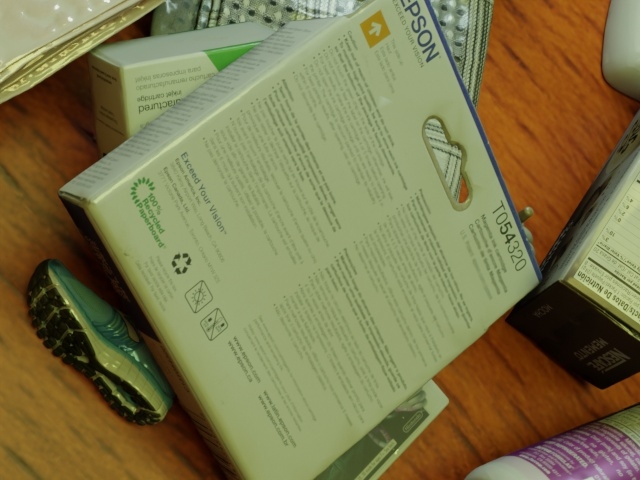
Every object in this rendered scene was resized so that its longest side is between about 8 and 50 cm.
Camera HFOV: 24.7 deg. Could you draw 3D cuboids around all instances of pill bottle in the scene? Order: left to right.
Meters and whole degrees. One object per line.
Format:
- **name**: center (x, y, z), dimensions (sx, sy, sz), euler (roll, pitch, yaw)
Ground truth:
- **pill bottle**: center (0.283, 0.235, 1.299), dimensions (0.301, 0.169, 0.169), euler (-16, 85, -25)

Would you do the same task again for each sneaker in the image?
- **sneaker**: center (-0.176, 0.076, 1.212), dimensions (0.162, 0.063, 0.073), euler (50, 49, -11)

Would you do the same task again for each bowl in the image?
- **bowl**: center (0.364, -0.207, 1.495), dimensions (0.142, 0.053, 0.142), euler (18, 71, -16)

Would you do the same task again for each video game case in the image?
- **video game case**: center (-0.002, 0.141, 1.281), dimensions (0.190, 0.022, 0.173), euler (-43, 96, -24)

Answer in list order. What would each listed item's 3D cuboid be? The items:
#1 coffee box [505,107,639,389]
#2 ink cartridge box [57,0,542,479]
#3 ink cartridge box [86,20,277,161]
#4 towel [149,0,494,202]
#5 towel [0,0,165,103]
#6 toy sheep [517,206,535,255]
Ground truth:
- **coffee box**: center (0.312, -0.025, 1.347), dimensions (0.119, 0.168, 0.297), euler (35, 73, 0)
- **ink cartridge box**: center (0.000, 0.000, 1.183), dimensions (0.330, 0.071, 0.324), euler (-38, 121, -22)
- **ink cartridge box**: center (-0.099, -0.062, 1.202), dimensions (0.153, 0.087, 0.208), euler (-14, 114, -24)
- **towel**: center (0.011, -0.210, 1.347), dimensions (0.324, 0.056, 0.312), euler (17, 72, -18)
- **towel**: center (-0.251, -0.294, 1.204), dimensions (0.317, 0.053, 0.332), euler (-34, 71, -25)
- **toy sheep**: center (0.157, 0.008, 1.342), dimensions (0.091, 0.091, 0.132), euler (18, 63, -18)
